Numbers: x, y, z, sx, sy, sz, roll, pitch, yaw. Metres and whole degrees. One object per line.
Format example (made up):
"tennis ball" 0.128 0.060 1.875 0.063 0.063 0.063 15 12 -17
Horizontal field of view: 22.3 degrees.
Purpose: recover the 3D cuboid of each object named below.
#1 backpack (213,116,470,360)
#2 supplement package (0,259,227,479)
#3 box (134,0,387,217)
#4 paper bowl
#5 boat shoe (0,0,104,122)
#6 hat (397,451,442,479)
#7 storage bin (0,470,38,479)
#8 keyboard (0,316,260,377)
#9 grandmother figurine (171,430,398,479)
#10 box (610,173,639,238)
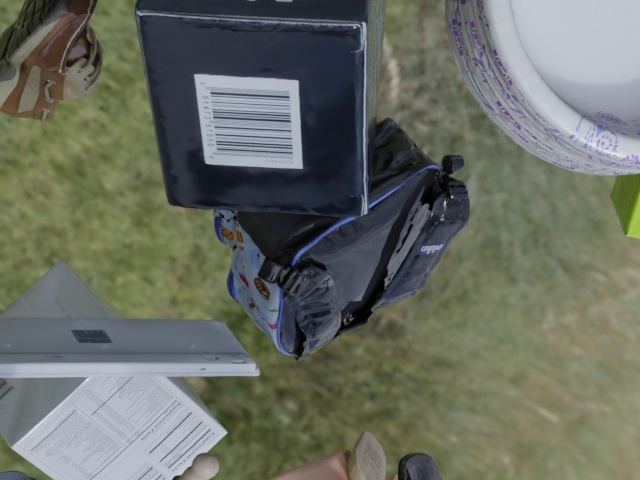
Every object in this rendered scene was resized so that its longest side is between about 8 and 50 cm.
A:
"backpack" 0.000 0.000 1.857 0.276 0.213 0.263 -26 147 -24
"supplement package" -0.301 0.206 2.145 0.198 0.199 0.262 -43 137 -2
"box" -0.041 -0.267 1.634 0.293 0.212 0.395 87 7 -56
"paper bowl" 0.239 -0.195 1.351 0.284 0.284 0.148 -55 -167 -12
"boat shoe" -0.320 -0.232 1.977 0.324 0.120 0.122 -30 -140 60
"hat" 0.100 0.339 1.294 0.134 0.331 0.331 -28 161 5
"storage bin" -0.164 0.209 0.956 0.091 0.098 0.135 22 59 -54
"keyboard" -0.166 0.078 1.200 0.256 0.072 0.014 3 115 -36
"grandmother figurine" -0.080 0.305 1.678 0.342 0.208 0.104 -27 -166 22
"box" 0.401 -0.103 1.965 0.109 0.042 0.178 -91 -167 -63
